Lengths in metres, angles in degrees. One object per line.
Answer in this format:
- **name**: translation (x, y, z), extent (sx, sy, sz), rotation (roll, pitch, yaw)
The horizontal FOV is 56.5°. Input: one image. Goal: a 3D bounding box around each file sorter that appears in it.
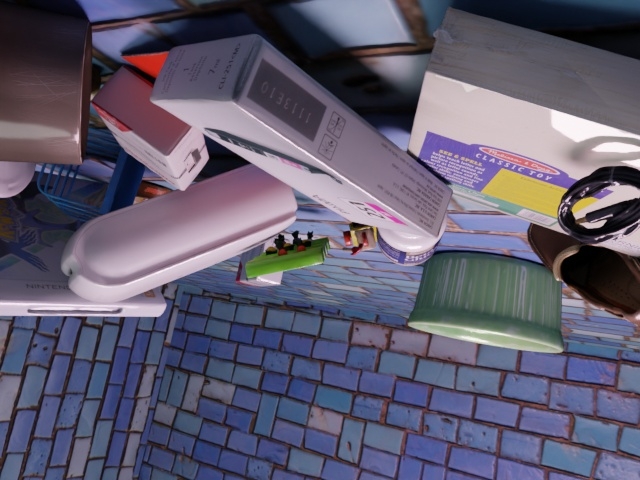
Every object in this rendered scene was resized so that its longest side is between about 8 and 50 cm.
- **file sorter**: translation (-0.338, -0.090, 0.892), extent (0.104, 0.118, 0.170), rotation (16, 168, -9)

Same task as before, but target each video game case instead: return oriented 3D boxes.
- **video game case**: translation (-0.441, -0.006, 0.977), extent (0.299, 0.036, 0.329), rotation (8, -144, -47)

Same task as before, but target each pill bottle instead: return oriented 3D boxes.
- **pill bottle**: translation (0.122, -0.024, 0.812), extent (0.094, 0.094, 0.169), rotation (10, 169, 8)
- **pill bottle**: translation (-0.528, -0.132, 0.882), extent (0.180, 0.108, 0.108), rotation (14, 170, 17)

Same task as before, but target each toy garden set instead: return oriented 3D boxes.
- **toy garden set**: translation (0.000, 0.000, 0.930), extent (0.203, 0.049, 0.244), rotation (-11, -177, 4)

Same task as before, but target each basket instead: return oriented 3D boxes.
- **basket**: translation (-0.314, -0.138, 0.496), extent (0.226, 0.154, 0.204), rotation (4, -171, -18)

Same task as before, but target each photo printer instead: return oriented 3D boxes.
- **photo printer**: translation (-0.207, -0.003, 0.849), extent (0.307, 0.107, 0.256), rotation (-22, 179, -19)

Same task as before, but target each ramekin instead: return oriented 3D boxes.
- **ramekin**: translation (0.338, 0.125, 1.206), extent (0.303, 0.148, 0.303), rotation (11, 169, 2)

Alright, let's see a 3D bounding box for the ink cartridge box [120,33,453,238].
- **ink cartridge box**: translation (-0.041, -0.092, 0.582), extent (0.238, 0.060, 0.275), rotation (13, 169, 47)

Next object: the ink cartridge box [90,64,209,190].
- **ink cartridge box**: translation (-0.183, -0.120, 0.664), extent (0.099, 0.056, 0.135), rotation (36, 168, 0)

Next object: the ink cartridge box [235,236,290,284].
- **ink cartridge box**: translation (-0.138, 0.050, 1.406), extent (0.063, 0.109, 0.150), rotation (18, 167, -25)

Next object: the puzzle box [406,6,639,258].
- **puzzle box**: translation (0.270, -0.044, 0.484), extent (0.408, 0.052, 0.272), rotation (19, 173, 6)

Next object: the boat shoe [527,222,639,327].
- **boat shoe**: translation (0.310, 0.020, 0.687), extent (0.095, 0.095, 0.257), rotation (8, -164, -20)

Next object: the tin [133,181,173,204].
- **tin**: translation (-0.337, -0.077, 1.165), extent (0.106, 0.040, 0.189), rotation (11, 170, -22)

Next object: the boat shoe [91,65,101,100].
- **boat shoe**: translation (-0.299, -0.170, 0.620), extent (0.135, 0.050, 0.045), rotation (14, 163, -14)

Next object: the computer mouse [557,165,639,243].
- **computer mouse**: translation (0.235, -0.036, 0.338), extent (0.071, 0.041, 0.242), rotation (46, 157, -15)
